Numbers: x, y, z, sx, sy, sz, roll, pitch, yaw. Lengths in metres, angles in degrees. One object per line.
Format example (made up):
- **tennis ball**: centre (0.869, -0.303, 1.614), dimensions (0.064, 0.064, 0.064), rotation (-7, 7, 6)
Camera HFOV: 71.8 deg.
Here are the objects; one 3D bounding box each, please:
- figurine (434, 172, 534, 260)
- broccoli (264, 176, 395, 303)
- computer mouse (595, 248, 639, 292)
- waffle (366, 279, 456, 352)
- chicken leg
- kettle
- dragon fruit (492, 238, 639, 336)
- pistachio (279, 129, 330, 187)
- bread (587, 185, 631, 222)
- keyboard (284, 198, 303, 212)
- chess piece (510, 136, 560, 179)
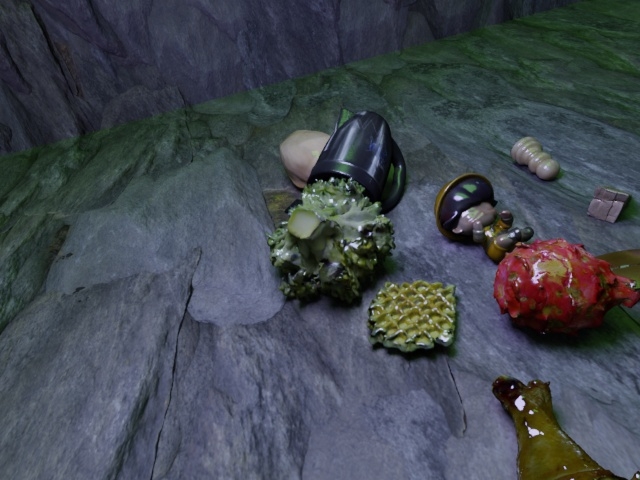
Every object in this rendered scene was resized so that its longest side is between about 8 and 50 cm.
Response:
- **figurine**: centre (0.418, -0.056, 1.189), dimensions (0.192, 0.167, 0.256), rotation (-15, 57, -25)
- **broccoli**: centre (0.012, 0.003, 1.159), dimensions (0.272, 0.324, 0.334), rotation (-14, 48, -47)
- **computer mouse**: centre (0.727, 0.074, 1.008), dimensions (0.245, 0.056, 0.126), rotation (-7, 36, 10)
- **waffle**: centre (0.210, 0.174, 1.035), dimensions (0.204, 0.054, 0.223), rotation (1, 37, 19)
- **chicken leg**: centre (0.386, 0.358, 0.669), dimensions (0.212, 0.140, 0.361), rotation (-8, 40, 20)
- **kettle**: centre (0.151, -0.247, 1.414), dimensions (0.228, 0.321, 0.324), rotation (-22, 40, 56)
- **dragon fruit**: centre (0.507, 0.097, 0.932), dimensions (0.268, 0.210, 0.205), rotation (0, 78, 21)
- **pistachio**: centre (-0.039, -0.298, 1.605), dimensions (0.318, 0.193, 0.214), rotation (43, 108, 41)
- **bread**: centre (0.806, -0.130, 1.210), dimensions (0.077, 0.105, 0.152), rotation (28, 53, 33)
- **keyboard**: centre (-0.002, -0.100, 1.492), dimensions (0.251, 0.017, 0.087), rotation (13, 42, 30)
- **chess piece**: centre (0.701, -0.255, 1.432), dimensions (0.094, 0.094, 0.170), rotation (-15, 44, -2)
